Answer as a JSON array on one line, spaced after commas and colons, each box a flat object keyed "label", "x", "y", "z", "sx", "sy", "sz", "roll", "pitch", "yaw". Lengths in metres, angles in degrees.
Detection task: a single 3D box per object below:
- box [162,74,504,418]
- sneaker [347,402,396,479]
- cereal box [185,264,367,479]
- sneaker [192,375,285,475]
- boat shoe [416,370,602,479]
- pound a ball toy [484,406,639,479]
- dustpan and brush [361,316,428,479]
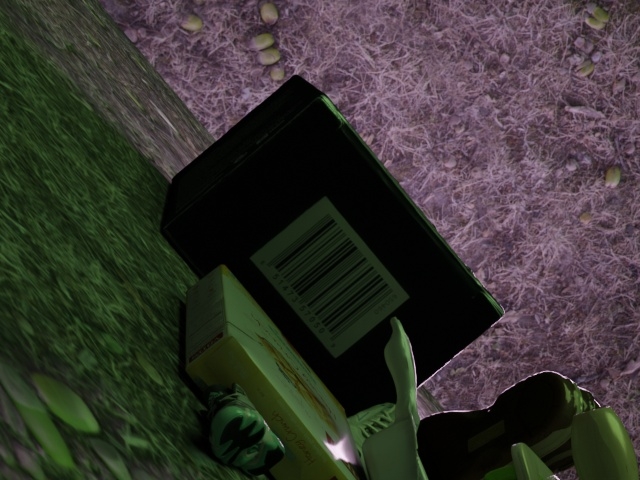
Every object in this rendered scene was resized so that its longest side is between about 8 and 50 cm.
[{"label": "box", "x": 0.000, "y": 0.000, "z": 1.543, "sx": 0.293, "sy": 0.212, "sz": 0.395, "roll": 50, "pitch": 2, "yaw": -11}, {"label": "sneaker", "x": 0.049, "y": 0.180, "z": 1.288, "sx": 0.071, "sy": 0.083, "sz": 0.190, "roll": 53, "pitch": 4, "yaw": 7}, {"label": "cereal box", "x": -0.035, "y": 0.118, "z": 1.069, "sx": 0.173, "sy": 0.047, "sz": 0.240, "roll": 52, "pitch": 2, "yaw": -13}, {"label": "sneaker", "x": -0.062, "y": 0.110, "z": 0.891, "sx": 0.069, "sy": 0.038, "sz": 0.098, "roll": 50, "pitch": -7, "yaw": 27}, {"label": "boat shoe", "x": 0.167, "y": 0.208, "z": 1.322, "sx": 0.095, "sy": 0.257, "sz": 0.095, "roll": 26, "pitch": 54, "yaw": -30}, {"label": "pound a ball toy", "x": 0.185, "y": 0.257, "z": 1.179, "sx": 0.319, "sy": 0.208, "sz": 0.136, "roll": 47, "pitch": 30, "yaw": -64}, {"label": "dustpan and brush", "x": 0.063, "y": 0.160, "z": 1.041, "sx": 0.147, "sy": 0.060, "sz": 0.211, "roll": 77, "pitch": -4, "yaw": -68}]
